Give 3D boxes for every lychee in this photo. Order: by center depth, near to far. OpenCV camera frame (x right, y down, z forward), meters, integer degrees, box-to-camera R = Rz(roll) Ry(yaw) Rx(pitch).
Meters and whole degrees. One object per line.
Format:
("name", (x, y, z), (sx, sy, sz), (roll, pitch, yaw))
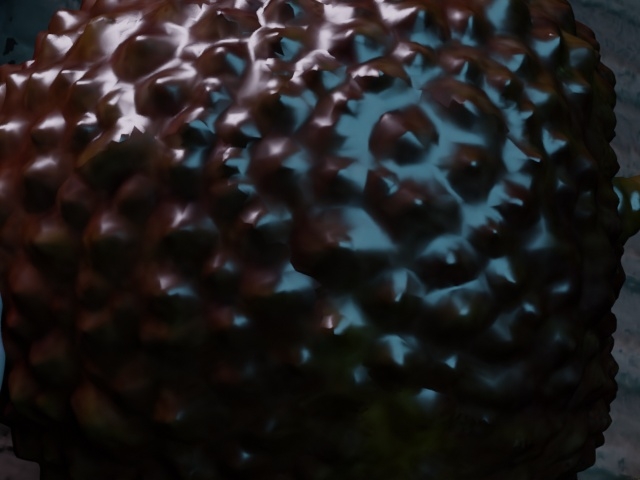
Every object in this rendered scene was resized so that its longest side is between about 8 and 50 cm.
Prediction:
("lychee", (0.000, 0.000, 0.745), (0.304, 0.276, 0.276), (-7, 68, -13))

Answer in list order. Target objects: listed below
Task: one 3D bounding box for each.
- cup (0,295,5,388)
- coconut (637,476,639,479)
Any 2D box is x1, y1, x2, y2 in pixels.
("cup", (-0.185, 0.060, 0.633), (0.221, 0.202, 0.167), (7, 65, -29))
("coconut", (0.198, 0.136, 0.920), (0.088, 0.096, 0.088), (31, 20, -13))
